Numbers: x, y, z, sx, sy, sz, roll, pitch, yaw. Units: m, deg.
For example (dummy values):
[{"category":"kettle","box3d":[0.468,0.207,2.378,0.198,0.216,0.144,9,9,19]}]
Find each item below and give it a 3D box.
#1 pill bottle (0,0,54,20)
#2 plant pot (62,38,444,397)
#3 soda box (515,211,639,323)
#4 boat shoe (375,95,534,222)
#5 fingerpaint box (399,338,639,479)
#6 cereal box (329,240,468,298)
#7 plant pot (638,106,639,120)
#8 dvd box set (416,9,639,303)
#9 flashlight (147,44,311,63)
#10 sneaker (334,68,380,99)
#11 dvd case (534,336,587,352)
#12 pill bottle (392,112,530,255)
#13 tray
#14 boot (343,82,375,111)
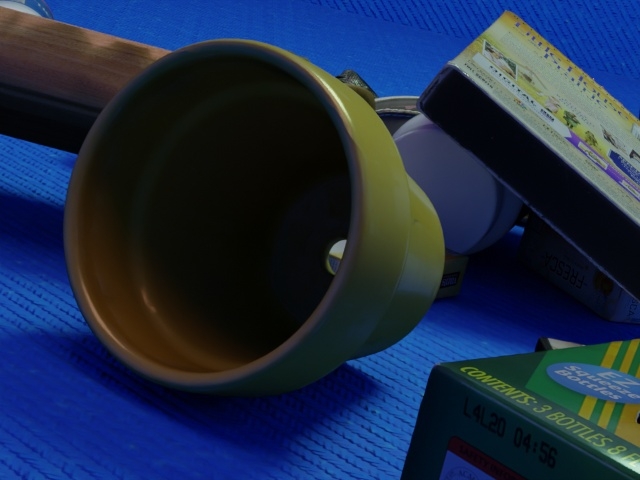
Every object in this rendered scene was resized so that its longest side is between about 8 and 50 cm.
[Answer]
[{"category":"pill bottle","box3d":[-0.378,-0.232,1.875,0.124,0.124,0.221,10,17,-13]},{"category":"plant pot","box3d":[-0.027,-0.001,1.191,0.254,0.254,0.239,23,1,29]},{"category":"soda box","box3d":[0.285,0.028,1.656,0.063,0.058,0.183,6,18,-28]},{"category":"boat shoe","box3d":[0.183,-0.094,1.900,0.324,0.116,0.096,19,12,-4]},{"category":"fingerpaint box","box3d":[0.320,0.205,0.862,0.371,0.163,0.445,-2,22,-44]},{"category":"cereal box","box3d":[0.000,0.000,1.524,0.240,0.047,0.173,24,18,33]},{"category":"plant pot","box3d":[0.584,-0.103,1.934,0.341,0.341,0.334,14,23,0]},{"category":"dvd box set","box3d":[0.264,-0.100,1.631,0.308,0.062,0.420,41,21,0]},{"category":"flashlight","box3d":[-0.150,-0.212,2.048,0.304,0.103,0.103,1,22,-42]},{"category":"sneaker","box3d":[-0.005,-0.165,1.982,0.228,0.087,0.130,10,34,-24]},{"category":"dvd case","box3d":[0.288,0.148,1.303,0.180,0.022,0.253,12,16,-7]},{"category":"pill bottle","box3d":[0.155,-0.072,1.700,0.161,0.161,0.283,18,16,14]},{"category":"tray","box3d":[-0.192,-0.123,1.419,0.411,0.076,0.203,16,-12,2]},{"category":"boot","box3d":[-0.086,-0.137,1.700,0.203,0.095,0.262,19,27,38]}]
